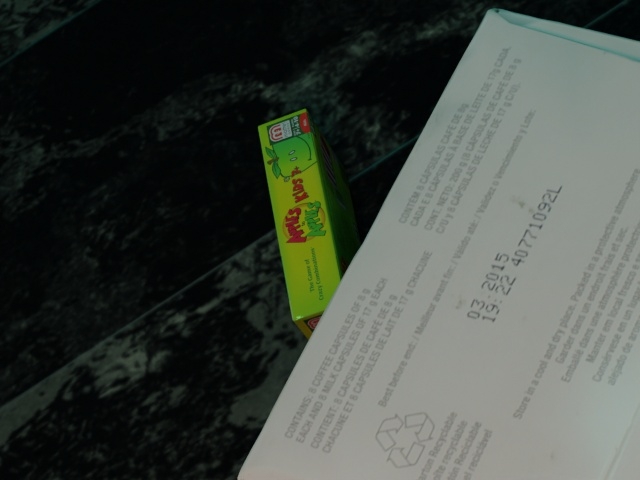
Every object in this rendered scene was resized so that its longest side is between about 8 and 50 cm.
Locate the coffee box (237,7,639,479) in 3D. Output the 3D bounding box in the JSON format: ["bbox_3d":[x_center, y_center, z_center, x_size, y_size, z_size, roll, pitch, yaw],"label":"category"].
[{"bbox_3d":[0.218,0.120,1.078,0.338,0.334,0.338,18,70,32],"label":"coffee box"}]

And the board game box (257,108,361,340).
[{"bbox_3d":[0.000,0.000,1.392,0.043,0.092,0.181,-20,55,12],"label":"board game box"}]
